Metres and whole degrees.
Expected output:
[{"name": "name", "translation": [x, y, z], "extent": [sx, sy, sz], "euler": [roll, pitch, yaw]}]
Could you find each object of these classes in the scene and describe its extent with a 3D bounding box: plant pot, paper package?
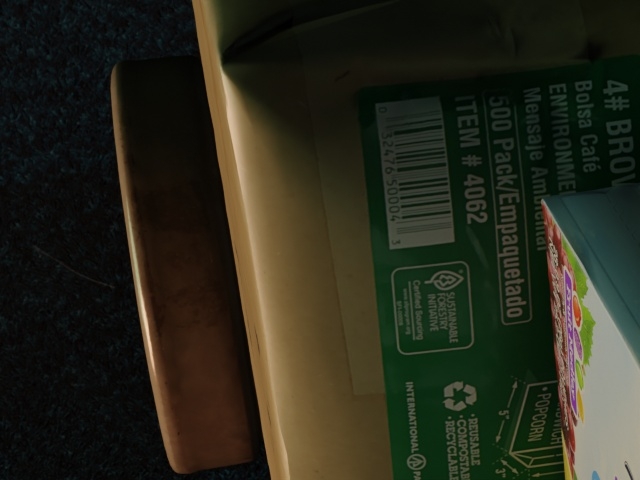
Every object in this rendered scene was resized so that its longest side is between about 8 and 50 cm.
[{"name": "plant pot", "translation": [0.000, 0.000, 1.152], "extent": [0.263, 0.229, 0.263], "euler": [171, 90, -88]}, {"name": "paper package", "translation": [0.050, 0.015, 0.759], "extent": [0.309, 0.168, 0.324], "euler": [-108, 9, -64]}]

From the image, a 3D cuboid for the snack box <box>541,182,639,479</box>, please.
[{"name": "snack box", "translation": [0.122, 0.108, 0.541], "extent": [0.174, 0.070, 0.207], "euler": [-106, 6, -62]}]
